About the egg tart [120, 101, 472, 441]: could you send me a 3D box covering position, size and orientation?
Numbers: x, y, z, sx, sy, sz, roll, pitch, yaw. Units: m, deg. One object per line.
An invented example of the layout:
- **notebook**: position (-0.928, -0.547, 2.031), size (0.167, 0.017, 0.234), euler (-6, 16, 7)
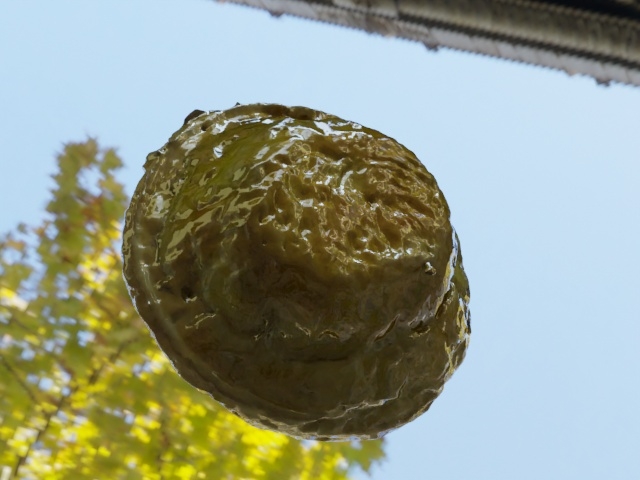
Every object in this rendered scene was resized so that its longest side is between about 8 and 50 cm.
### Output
- **egg tart**: position (0.000, 0.000, 1.152), size (0.319, 0.319, 0.128), euler (63, -38, 23)
